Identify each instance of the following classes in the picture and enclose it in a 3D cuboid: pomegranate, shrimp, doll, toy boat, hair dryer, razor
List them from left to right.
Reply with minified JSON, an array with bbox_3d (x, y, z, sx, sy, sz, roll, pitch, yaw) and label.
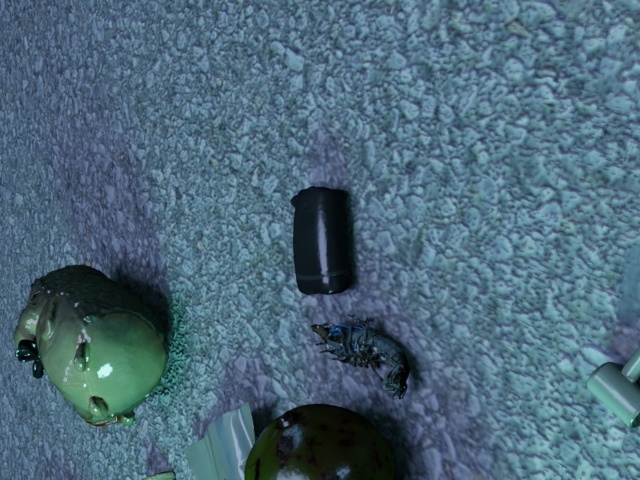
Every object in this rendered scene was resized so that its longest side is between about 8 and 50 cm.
[{"bbox_3d":[-0.420,0.167,1.668,0.349,0.247,0.247,43,123,52],"label":"doll"},{"bbox_3d":[-0.431,0.315,1.815,0.185,0.071,0.089,27,110,48],"label":"toy boat"},{"bbox_3d":[0.000,0.000,1.272,0.090,0.054,0.148,-5,88,48],"label":"razor"},{"bbox_3d":[0.006,0.324,1.190,0.202,0.202,0.248,-2,120,52],"label":"pomegranate"},{"bbox_3d":[0.060,0.145,1.209,0.174,0.076,0.082,27,153,44],"label":"shrimp"},{"bbox_3d":[0.315,0.116,0.897,0.063,0.038,0.124,48,119,38],"label":"hair dryer"}]

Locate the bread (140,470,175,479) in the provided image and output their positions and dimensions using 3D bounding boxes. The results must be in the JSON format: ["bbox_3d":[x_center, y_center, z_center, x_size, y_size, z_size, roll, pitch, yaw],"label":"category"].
[{"bbox_3d":[-0.305,0.447,1.667,0.109,0.062,0.043,-42,58,40],"label":"bread"}]

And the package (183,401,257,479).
[{"bbox_3d":[-0.128,0.381,1.445,0.251,0.062,0.204,-44,58,51],"label":"package"}]
